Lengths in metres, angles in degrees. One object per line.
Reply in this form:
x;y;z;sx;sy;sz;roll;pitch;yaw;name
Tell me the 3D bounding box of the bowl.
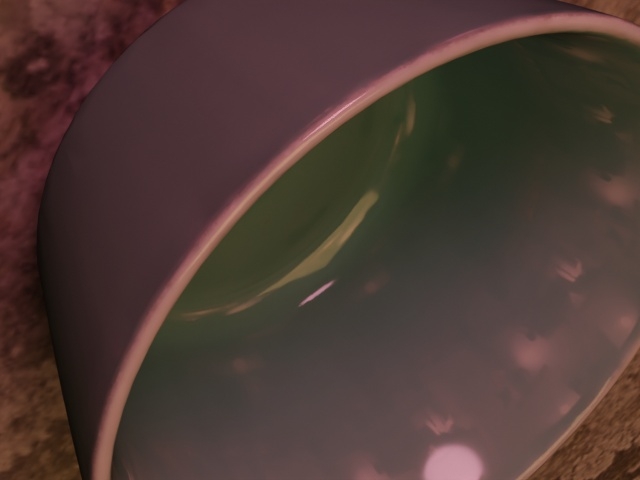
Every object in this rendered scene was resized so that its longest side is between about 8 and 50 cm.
0.000;0.000;0.705;0.311;0.163;0.311;-26;140;-24;bowl
